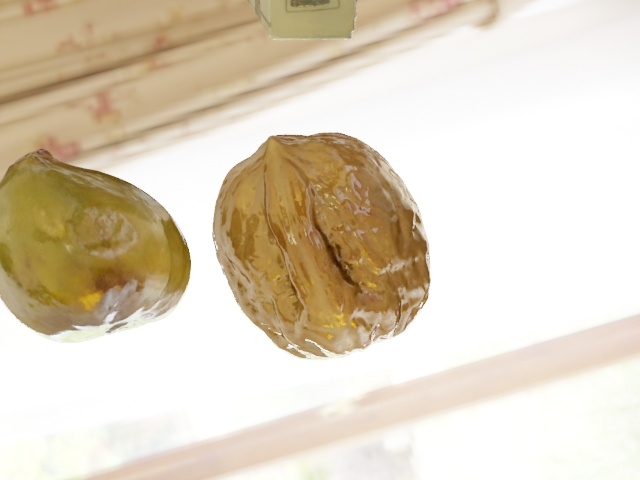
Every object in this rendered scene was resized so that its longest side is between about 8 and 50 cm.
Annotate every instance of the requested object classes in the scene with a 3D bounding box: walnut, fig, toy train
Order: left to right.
[{"bbox_3d":[-0.163,0.012,1.155,0.153,0.136,0.121,50,-153,-49],"label":"fig"},{"bbox_3d":[-0.027,-0.172,0.962,0.234,0.051,0.052,-118,27,-63],"label":"toy train"},{"bbox_3d":[0.000,0.000,1.254,0.184,0.155,0.155,63,178,-20],"label":"walnut"}]
